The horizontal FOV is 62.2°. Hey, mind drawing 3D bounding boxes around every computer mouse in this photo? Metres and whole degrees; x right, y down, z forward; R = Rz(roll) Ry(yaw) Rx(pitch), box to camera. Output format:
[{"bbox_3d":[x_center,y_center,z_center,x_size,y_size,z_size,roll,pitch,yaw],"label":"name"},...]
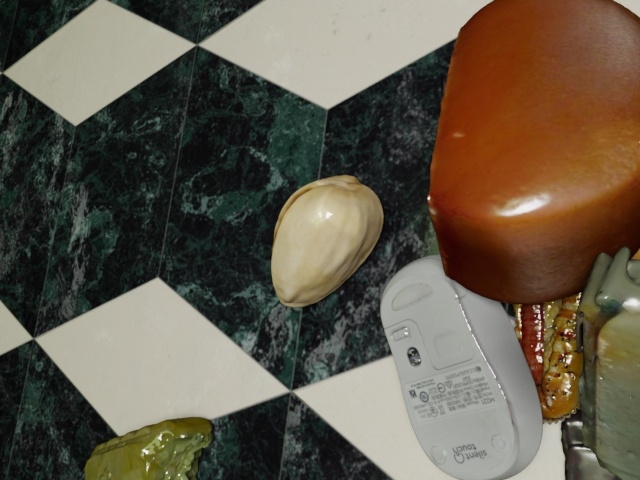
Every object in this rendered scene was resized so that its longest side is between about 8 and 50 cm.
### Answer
[{"bbox_3d":[0.189,0.165,0.727,0.184,0.121,0.297,-37,68,38],"label":"computer mouse"}]

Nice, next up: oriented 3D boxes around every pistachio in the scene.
[{"bbox_3d":[0.000,0.000,0.849,0.157,0.157,0.230,43,112,26],"label":"pistachio"}]

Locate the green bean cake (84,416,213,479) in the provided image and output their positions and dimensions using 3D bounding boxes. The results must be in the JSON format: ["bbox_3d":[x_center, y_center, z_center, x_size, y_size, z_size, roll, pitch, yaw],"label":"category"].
[{"bbox_3d":[-0.278,0.438,0.900,0.232,0.124,0.236,-22,70,20],"label":"green bean cake"}]

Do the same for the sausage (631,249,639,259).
[{"bbox_3d":[0.461,0.072,0.610,0.241,0.120,0.136,29,82,21],"label":"sausage"}]

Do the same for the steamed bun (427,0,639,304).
[{"bbox_3d":[0.281,-0.121,0.633,0.248,0.235,0.379,3,56,25],"label":"steamed bun"}]

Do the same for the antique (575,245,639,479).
[{"bbox_3d":[0.345,0.126,0.548,0.125,0.284,0.150,8,49,38],"label":"antique"}]

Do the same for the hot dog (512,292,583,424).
[{"bbox_3d":[0.305,0.112,0.697,0.131,0.069,0.253,-5,77,58],"label":"hot dog"}]

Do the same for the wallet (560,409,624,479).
[{"bbox_3d":[0.413,0.302,0.634,0.229,0.049,0.182,-2,82,27],"label":"wallet"}]
